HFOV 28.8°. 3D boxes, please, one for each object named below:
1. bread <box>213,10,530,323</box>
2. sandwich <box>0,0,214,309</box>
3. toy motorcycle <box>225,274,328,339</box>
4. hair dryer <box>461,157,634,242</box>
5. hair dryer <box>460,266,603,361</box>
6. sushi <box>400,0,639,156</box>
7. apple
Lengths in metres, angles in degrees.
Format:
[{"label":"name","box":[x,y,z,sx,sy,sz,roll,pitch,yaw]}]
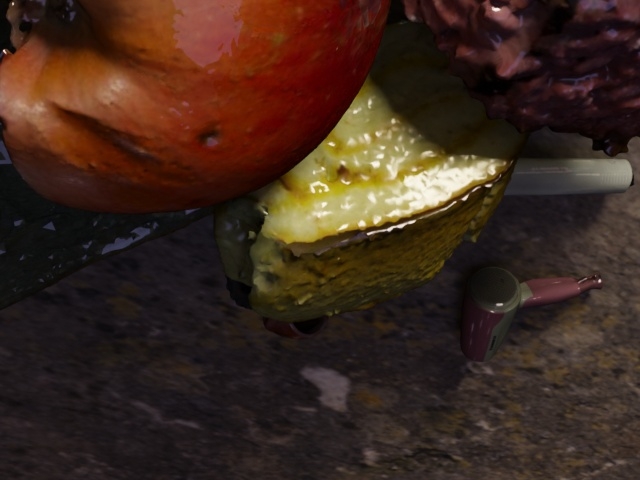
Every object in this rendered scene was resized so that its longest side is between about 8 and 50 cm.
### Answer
[{"label":"bread","box":[0.027,-0.056,0.913,0.257,0.186,0.124,-36,158,-16]},{"label":"sandwich","box":[-0.230,-0.074,0.865,0.271,0.099,0.301,-29,147,1]},{"label":"toy motorcycle","box":[0.000,0.000,1.042,0.084,0.118,0.212,13,129,-43]},{"label":"hair dryer","box":[0.187,-0.062,1.088,0.236,0.073,0.131,1,133,-26]},{"label":"hair dryer","box":[0.214,0.063,1.246,0.154,0.054,0.106,-15,143,-11]},{"label":"sushi","box":[0.183,-0.200,0.822,0.270,0.236,0.171,10,155,-29]},{"label":"apple","box":[-0.051,-0.145,0.729,0.163,0.251,0.293,15,122,25]}]
